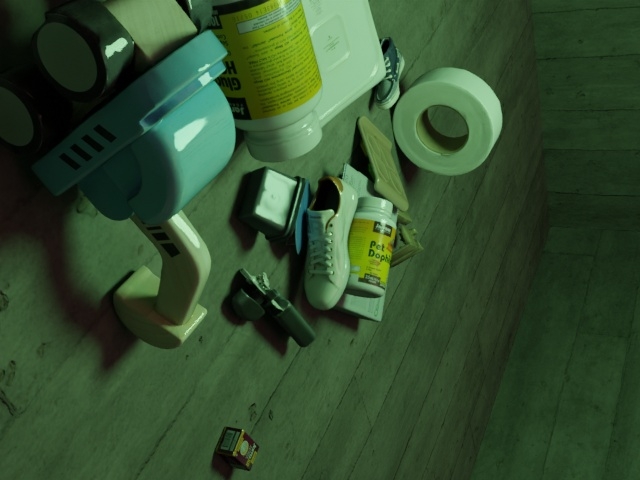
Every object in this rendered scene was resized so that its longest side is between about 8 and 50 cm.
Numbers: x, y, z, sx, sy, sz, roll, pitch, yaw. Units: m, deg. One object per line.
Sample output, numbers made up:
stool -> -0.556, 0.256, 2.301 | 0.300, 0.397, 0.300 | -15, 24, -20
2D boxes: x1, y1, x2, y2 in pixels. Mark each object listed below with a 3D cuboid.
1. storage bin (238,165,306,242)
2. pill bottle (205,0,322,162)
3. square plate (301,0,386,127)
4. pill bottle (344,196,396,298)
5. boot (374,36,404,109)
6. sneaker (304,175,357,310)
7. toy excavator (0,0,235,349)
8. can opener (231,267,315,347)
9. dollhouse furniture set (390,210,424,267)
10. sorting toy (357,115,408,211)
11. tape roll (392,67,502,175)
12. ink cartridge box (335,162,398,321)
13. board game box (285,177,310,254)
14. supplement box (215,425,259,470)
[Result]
storage bin -> -0.102, -0.076, 1.493 | 0.091, 0.098, 0.135 | 27, 68, -31
pill bottle -> -0.103, -0.312, 1.333 | 0.188, 0.188, 0.333 | -57, 141, -43
square plate -> 0.004, -0.402, 1.573 | 0.347, 0.049, 0.344 | -43, 132, -30
pill bottle -> 0.103, 0.015, 1.723 | 0.117, 0.117, 0.214 | 32, 66, -60
boot -> 0.164, -0.430, 1.976 | 0.086, 0.069, 0.189 | 51, 42, -44
sneaker -> 0.000, 0.000, 1.647 | 0.123, 0.106, 0.289 | 29, 65, -57
toy excavator -> -0.234, -0.073, 1.042 | 0.445, 0.433, 0.222 | 53, 41, -13
can opener -> -0.098, 0.144, 1.561 | 0.093, 0.074, 0.280 | -44, 142, -3
dollhouse furniture set -> 0.190, -0.012, 2.120 | 0.144, 0.123, 0.151 | 19, 42, -62
sorting toy -> 0.153, -0.190, 1.950 | 0.193, 0.038, 0.208 | 32, 42, -56
tape roll -> 0.343, -0.320, 2.093 | 0.100, 0.286, 0.286 | -54, 139, -47
ink cartridge box -> 0.080, 0.012, 1.869 | 0.330, 0.072, 0.323 | 28, 69, -57
board game box -> -0.051, -0.055, 1.631 | 0.168, 0.033, 0.133 | -69, 162, -62
supplement box -> -0.160, 0.403, 1.488 | 0.083, 0.043, 0.055 | 61, 41, -48
